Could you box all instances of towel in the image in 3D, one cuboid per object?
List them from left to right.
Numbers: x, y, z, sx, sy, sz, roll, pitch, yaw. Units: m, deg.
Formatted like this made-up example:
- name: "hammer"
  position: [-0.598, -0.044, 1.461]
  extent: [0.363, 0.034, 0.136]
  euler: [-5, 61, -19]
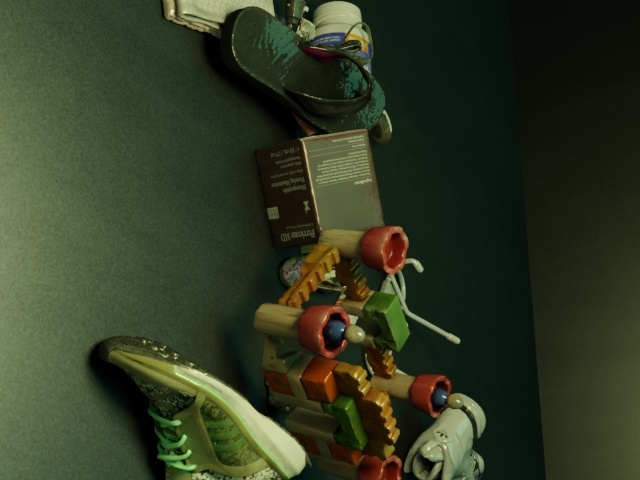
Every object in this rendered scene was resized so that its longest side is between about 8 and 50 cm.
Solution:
- name: "towel"
  position: [-0.191, -0.537, 1.641]
  extent: [0.331, 0.053, 0.317]
  euler: [0, 81, -59]

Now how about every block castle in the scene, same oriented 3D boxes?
- name: "block castle"
  position: [0.090, 0.224, 1.572]
  extent: [0.303, 0.212, 0.453]
  euler: [-49, 133, -37]

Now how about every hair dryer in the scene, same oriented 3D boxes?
- name: "hair dryer"
  position: [0.002, -0.358, 1.814]
  extent: [0.223, 0.080, 0.294]
  euler: [19, 77, -18]

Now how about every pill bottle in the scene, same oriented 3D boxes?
- name: "pill bottle"
  position: [0.040, -0.395, 1.965]
  extent: [0.152, 0.152, 0.272]
  euler: [28, 57, -58]

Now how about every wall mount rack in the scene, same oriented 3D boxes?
- name: "wall mount rack"
  position: [0.229, 0.227, 2.155]
  extent: [0.304, 0.130, 0.350]
  euler: [63, 32, -32]

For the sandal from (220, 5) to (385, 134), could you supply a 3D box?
- name: "sandal"
  position: [-0.003, -0.313, 1.696]
  extent: [0.445, 0.107, 0.168]
  euler: [17, 80, -46]

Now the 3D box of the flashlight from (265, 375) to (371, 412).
- name: "flashlight"
  position: [0.005, 0.308, 1.729]
  extent: [0.304, 0.103, 0.103]
  euler: [16, 107, -58]

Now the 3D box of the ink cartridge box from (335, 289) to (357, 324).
- name: "ink cartridge box"
  position: [0.060, 0.156, 1.959]
  extent: [0.063, 0.029, 0.115]
  euler: [67, 31, -26]

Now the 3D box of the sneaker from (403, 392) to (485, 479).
- name: "sneaker"
  position: [0.309, 0.567, 2.200]
  extent: [0.210, 0.137, 0.366]
  euler: [-39, 142, -34]

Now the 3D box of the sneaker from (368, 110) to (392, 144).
- name: "sneaker"
  position: [0.102, -0.318, 2.153]
  extent: [0.234, 0.078, 0.106]
  euler: [58, 37, -30]

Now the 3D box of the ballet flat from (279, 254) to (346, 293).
- name: "ballet flat"
  position: [0.001, 0.071, 1.812]
  extent: [0.221, 0.079, 0.077]
  euler: [19, 66, -60]

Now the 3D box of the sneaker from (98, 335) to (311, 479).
- name: "sneaker"
  position: [-0.188, 0.296, 1.300]
  extent: [0.410, 0.158, 0.182]
  euler: [44, 72, -30]

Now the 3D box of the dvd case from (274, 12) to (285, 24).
- name: "dvd case"
  position: [-0.125, -0.412, 1.793]
  extent: [0.221, 0.018, 0.165]
  euler: [9, 74, -62]

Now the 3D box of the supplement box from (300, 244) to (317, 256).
- name: "supplement box"
  position: [0.000, 0.000, 1.859]
  extent: [0.083, 0.056, 0.083]
  euler: [24, 60, -59]

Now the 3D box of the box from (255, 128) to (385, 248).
- name: "box"
  position: [-0.001, -0.102, 1.711]
  extent: [0.167, 0.168, 0.203]
  euler: [-13, 94, -36]
